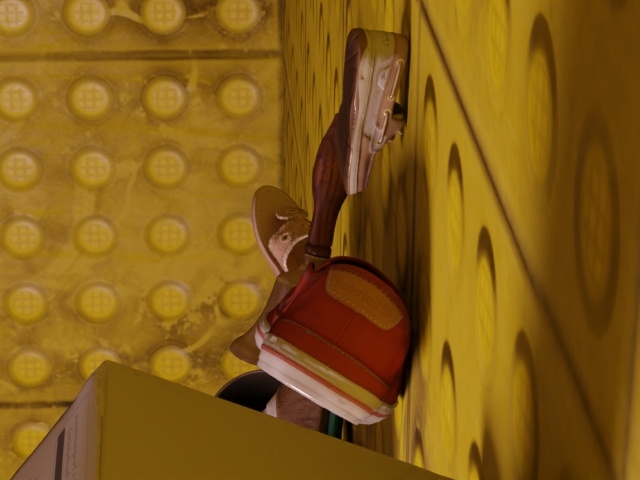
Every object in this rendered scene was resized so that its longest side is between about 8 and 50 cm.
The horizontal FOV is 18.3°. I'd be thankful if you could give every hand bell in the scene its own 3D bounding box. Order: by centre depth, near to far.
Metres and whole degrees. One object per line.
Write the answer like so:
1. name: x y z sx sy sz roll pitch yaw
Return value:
1. hand bell: 0.000 0.000 1.875 0.126 0.126 0.242 -114 36 -81

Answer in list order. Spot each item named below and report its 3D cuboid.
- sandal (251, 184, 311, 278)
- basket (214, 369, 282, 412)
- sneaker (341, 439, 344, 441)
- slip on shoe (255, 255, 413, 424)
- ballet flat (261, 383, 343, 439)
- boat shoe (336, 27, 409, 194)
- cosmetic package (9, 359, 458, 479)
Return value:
1. sandal: -0.013 0.023 2.277 0.079 0.088 0.240 -42 48 42
2. basket: -0.058 0.292 2.322 0.227 0.154 0.204 88 175 -59
3. sneaker: 0.023 0.214 1.909 0.109 0.040 0.044 143 142 -81
4. slip on shoe: 0.019 0.066 1.453 0.101 0.123 0.331 -59 -2 -1
5. ballet flat: -0.032 0.263 2.026 0.116 0.124 0.342 38 -129 -84
6. boat shoe: 0.039 -0.090 1.429 0.050 0.045 0.135 -107 18 -48
7. cosmetic package: -0.050 0.198 0.869 0.225 0.224 0.138 -49 31 38
